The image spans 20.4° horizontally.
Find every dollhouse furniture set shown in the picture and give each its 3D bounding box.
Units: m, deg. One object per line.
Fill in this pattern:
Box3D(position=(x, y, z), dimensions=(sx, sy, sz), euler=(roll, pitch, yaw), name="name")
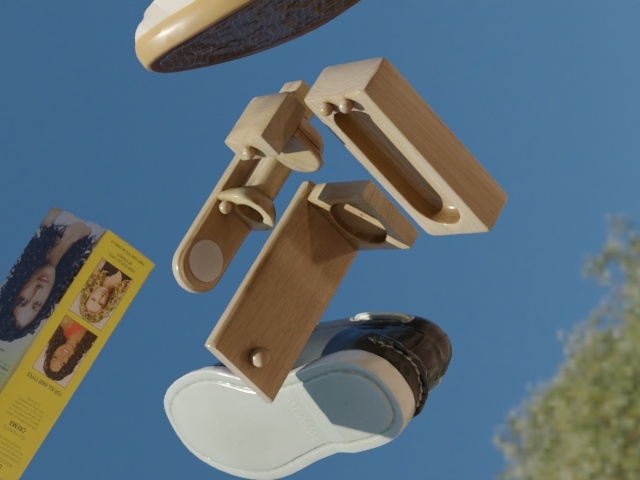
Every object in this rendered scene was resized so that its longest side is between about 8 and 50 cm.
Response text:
Box3D(position=(0.000, 0.000, 0.976), dimensions=(0.144, 0.151, 0.123), euler=(45, -119, -29), name="dollhouse furniture set")

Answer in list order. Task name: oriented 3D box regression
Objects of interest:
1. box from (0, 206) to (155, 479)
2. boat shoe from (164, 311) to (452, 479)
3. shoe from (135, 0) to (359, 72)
Box3D(position=(-0.222, 0.092, 1.313), dimensions=(0.058, 0.087, 0.232), euler=(39, -103, -38), name="box")
Box3D(position=(-0.012, 0.126, 1.473), dimensions=(0.091, 0.302, 0.114), euler=(-41, -69, -39), name="boat shoe")
Box3D(position=(0.004, -0.147, 0.814), dimensions=(0.058, 0.219, 0.076), euler=(65, -163, 15), name="shoe")
